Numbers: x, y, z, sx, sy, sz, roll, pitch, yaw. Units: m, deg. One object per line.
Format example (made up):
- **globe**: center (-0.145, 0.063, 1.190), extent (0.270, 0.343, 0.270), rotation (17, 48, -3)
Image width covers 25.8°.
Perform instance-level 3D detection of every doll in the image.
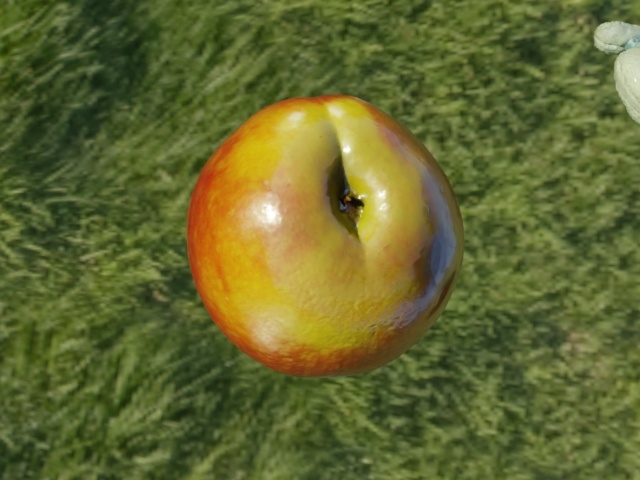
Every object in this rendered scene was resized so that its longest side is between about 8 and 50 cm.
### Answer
- **doll**: center (0.377, -0.160, 1.514), extent (0.103, 0.071, 0.214), rotation (-24, 67, -24)

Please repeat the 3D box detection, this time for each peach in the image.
- **peach**: center (0.000, 0.000, 0.951), extent (0.190, 0.192, 0.190), rotation (7, 65, -16)
